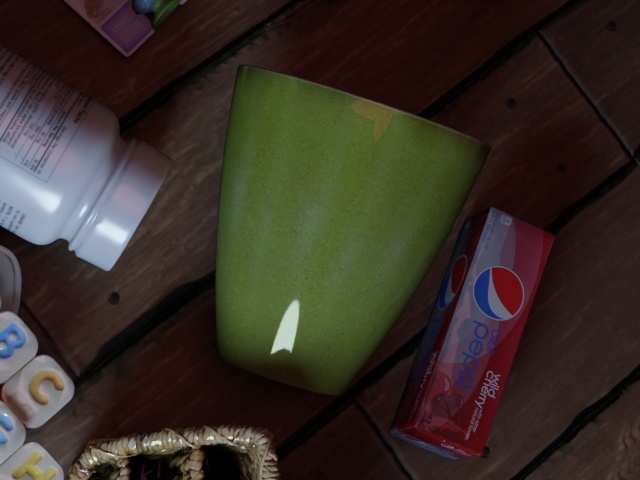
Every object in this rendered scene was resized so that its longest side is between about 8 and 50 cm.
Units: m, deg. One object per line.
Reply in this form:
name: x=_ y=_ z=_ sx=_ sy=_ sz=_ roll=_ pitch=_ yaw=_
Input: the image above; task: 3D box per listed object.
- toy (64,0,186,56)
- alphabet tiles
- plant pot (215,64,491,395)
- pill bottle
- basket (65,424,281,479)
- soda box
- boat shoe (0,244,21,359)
toy: x=-0.246 y=-0.328 z=1.885 sx=0.237 sy=0.056 sz=0.137 roll=44 pitch=70 yaw=-4
alphabet tiles: x=-0.381 y=0.169 z=1.670 sx=0.278 sy=0.021 sz=0.284 roll=-42 pitch=96 yaw=-28
plant pot: x=0.000 y=0.000 z=1.804 sx=0.274 sy=0.275 sz=0.293 roll=18 pitch=91 yaw=-12
pill bottle: x=-0.304 y=-0.095 z=1.767 sx=0.283 sy=0.160 sz=0.160 roll=31 pitch=73 yaw=-8
basket: x=-0.154 y=0.335 z=1.692 sx=0.213 sy=0.223 sz=0.299 roll=-1 pitch=80 yaw=-16
soda box: x=0.165 y=0.102 z=1.897 sx=0.083 sy=0.092 sz=0.263 roll=24 pitch=74 yaw=-11
boat shoe: x=-0.390 y=0.161 z=1.739 sx=0.112 sy=0.095 sz=0.335 roll=21 pitch=69 yaw=-11
